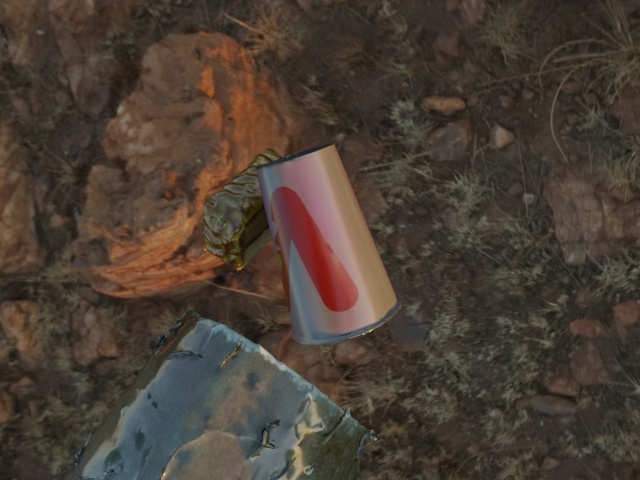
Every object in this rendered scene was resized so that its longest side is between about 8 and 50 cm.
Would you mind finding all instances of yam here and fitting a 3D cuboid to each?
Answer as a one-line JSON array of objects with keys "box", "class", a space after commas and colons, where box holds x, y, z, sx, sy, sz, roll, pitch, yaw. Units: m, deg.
[{"box": [-0.122, 0.247, 0.515, 0.240, 0.241, 0.348, 29, 82, 24], "class": "yam"}]

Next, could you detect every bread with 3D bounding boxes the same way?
[{"box": [-0.128, -0.054, 1.150, 0.096, 0.182, 0.222, 31, 53, 14], "class": "bread"}]

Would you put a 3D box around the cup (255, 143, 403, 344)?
[{"box": [0.000, 0.000, 0.991, 0.202, 0.203, 0.289, -12, 103, 22], "class": "cup"}]

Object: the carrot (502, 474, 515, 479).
[{"box": [0.282, 0.497, 1.038, 0.069, 0.069, 0.336, 28, 130, 24], "class": "carrot"}]
